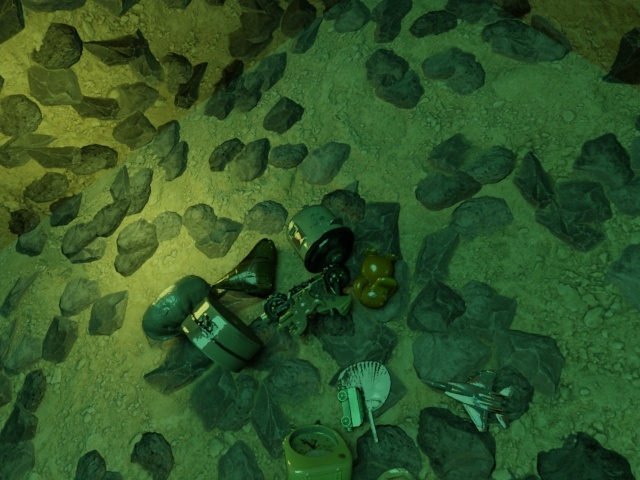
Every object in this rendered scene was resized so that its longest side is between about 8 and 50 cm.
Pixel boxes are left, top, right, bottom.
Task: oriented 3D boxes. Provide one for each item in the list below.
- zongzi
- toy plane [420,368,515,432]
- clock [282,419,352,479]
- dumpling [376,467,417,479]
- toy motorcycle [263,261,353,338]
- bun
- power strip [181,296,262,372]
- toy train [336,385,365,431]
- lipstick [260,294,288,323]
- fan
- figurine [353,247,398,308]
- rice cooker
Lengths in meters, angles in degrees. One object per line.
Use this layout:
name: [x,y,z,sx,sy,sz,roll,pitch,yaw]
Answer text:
zongzi: [-0.370,0.124,2.042,0.299,0.138,0.287,2,64,-1]
toy plane: [0.530,0.562,1.560,0.326,0.104,0.223,8,68,28]
clock: [-0.025,0.777,1.576,0.234,0.308,0.096,-2,101,-14]
dumpling: [0.254,0.887,1.512,0.169,0.100,0.134,-47,45,-8]
toy motorcycle: [-0.034,0.267,1.845,0.409,0.169,0.237,-27,97,4]
bun: [-0.660,0.331,2.000,0.194,0.354,0.354,43,85,9]
power strip: [-0.430,0.403,1.838,0.357,0.357,0.161,37,81,30]
toy train: [0.121,0.659,1.675,0.099,0.070,0.172,-12,63,6]
lipstick: [-0.155,0.290,1.965,0.263,0.059,0.059,-36,59,2]
fan: [0.161,0.627,1.716,0.223,0.012,0.295,9,70,24]
figurine: [0.240,0.167,1.826,0.215,0.215,0.228,-17,47,12]
rice cooker: [0.000,0.000,1.933,0.316,0.264,0.317,-2,87,46]
